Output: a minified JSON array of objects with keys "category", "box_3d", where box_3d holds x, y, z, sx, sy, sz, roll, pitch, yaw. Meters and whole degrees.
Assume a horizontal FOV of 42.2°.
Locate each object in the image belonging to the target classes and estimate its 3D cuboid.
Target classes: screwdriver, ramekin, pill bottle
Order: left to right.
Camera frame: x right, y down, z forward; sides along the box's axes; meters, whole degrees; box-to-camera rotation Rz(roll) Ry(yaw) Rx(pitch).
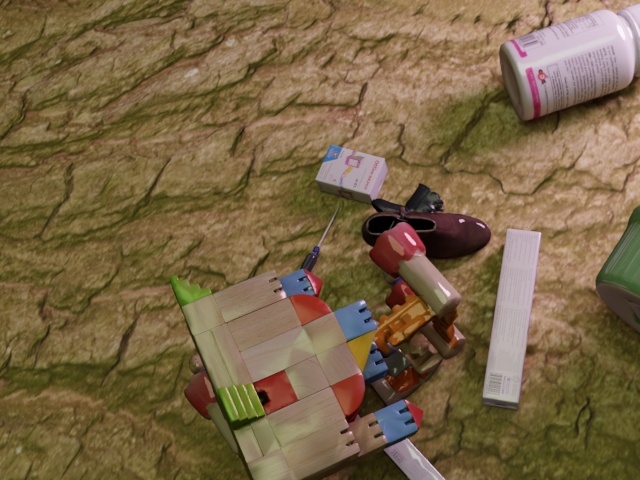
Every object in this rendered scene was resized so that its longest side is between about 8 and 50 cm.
[{"category":"screwdriver","box_3d":[0.000,0.000,1.653,0.024,0.025,0.170,20,73,21]},{"category":"pill bottle","box_3d":[0.506,-0.351,1.612,0.283,0.160,0.160,-18,64,5]},{"category":"ramekin","box_3d":[0.592,0.090,1.325,0.303,0.303,0.148,37,86,25]}]

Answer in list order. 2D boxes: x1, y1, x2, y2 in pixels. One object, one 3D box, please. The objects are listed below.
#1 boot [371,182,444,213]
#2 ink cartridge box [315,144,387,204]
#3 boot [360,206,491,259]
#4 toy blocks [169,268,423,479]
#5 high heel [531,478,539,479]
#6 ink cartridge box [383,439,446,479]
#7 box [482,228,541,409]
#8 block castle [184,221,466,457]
[{"category":"boot","box_3d":[0.174,-0.071,1.632,0.121,0.045,0.099,39,82,18]},{"category":"ink cartridge box","box_3d":[0.064,-0.134,1.682,0.122,0.052,0.088,17,71,18]},{"category":"boot","box_3d":[0.197,-0.012,1.493,0.248,0.207,0.090,1,88,1]},{"category":"toy blocks","box_3d":[-0.021,0.183,1.184,0.261,0.191,0.381,-22,69,-13]},{"category":"high heel","box_3d":[0.259,0.553,1.281,0.181,0.127,0.377,8,72,5]},{"category":"ink cartridge box","box_3d":[0.173,0.396,1.394,0.046,0.097,0.207,-42,63,-7]},{"category":"box","box_3d":[0.344,0.138,1.487,0.067,0.063,0.324,7,68,15]},{"category":"block castle","box_3d":[0.016,0.189,1.410,0.453,0.303,0.213,-37,63,-6]}]
